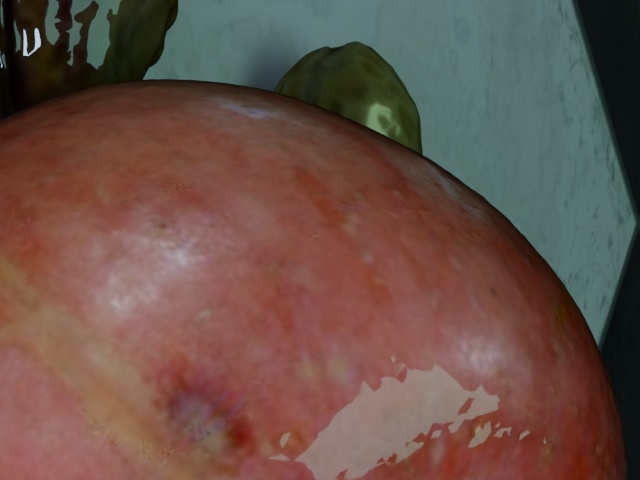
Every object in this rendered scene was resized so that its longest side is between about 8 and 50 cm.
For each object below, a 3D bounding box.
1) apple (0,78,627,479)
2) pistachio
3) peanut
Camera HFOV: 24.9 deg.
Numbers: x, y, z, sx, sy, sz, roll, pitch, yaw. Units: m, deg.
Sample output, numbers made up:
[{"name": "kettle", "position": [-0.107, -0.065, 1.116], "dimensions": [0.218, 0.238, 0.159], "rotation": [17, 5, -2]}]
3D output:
[{"name": "apple", "position": [-0.069, 0.104, 0.640], "dimensions": [0.364, 0.364, 0.364], "rotation": [-11, 103, -60]}, {"name": "pistachio", "position": [-0.136, -0.129, 0.755], "dimensions": [0.165, 0.130, 0.210], "rotation": [44, 57, -74]}, {"name": "peanut", "position": [0.000, 0.000, 1.007], "dimensions": [0.147, 0.147, 0.305], "rotation": [57, 45, -47]}]
